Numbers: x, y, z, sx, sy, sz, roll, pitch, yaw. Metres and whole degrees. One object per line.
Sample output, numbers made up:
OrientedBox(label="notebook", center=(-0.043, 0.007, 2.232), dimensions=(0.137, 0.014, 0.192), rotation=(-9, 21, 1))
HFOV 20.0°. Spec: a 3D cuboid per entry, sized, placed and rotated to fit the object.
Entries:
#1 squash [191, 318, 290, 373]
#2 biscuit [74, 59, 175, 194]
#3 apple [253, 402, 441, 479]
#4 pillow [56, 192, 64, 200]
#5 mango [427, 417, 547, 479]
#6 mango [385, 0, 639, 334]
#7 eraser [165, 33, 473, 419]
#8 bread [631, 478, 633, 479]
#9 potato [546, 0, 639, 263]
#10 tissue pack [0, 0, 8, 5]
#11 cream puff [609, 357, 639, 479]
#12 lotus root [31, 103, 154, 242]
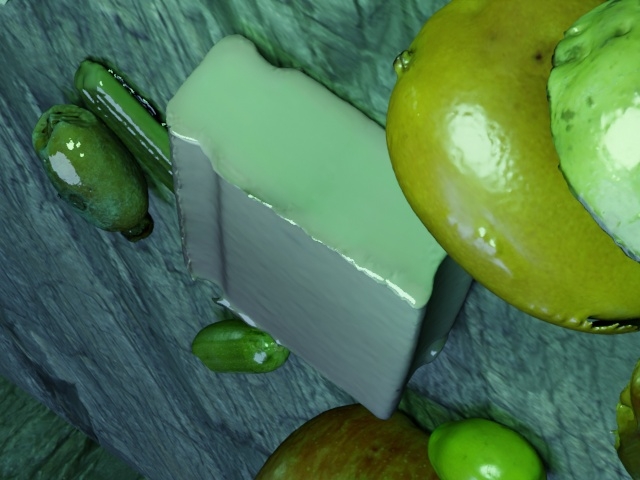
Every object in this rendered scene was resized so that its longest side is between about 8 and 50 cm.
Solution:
OrientedBox(label="squash", center=(-0.099, 0.129, 2.215), dimensions=(0.069, 0.069, 0.239), rotation=(45, 162, -15))
OrientedBox(label="biscuit", center=(-0.136, -0.062, 1.866), dimensions=(0.322, 0.038, 0.099), rotation=(46, 165, -20))
OrientedBox(label="apple", center=(0.062, 0.310, 2.073), dimensions=(0.309, 0.250, 0.277), rotation=(-17, 113, 49))
OrientedBox(label="pillow", center=(-0.275, -0.070, 2.119), dimensions=(0.090, 0.048, 0.150), rotation=(37, 161, 17))
OrientedBox(label="mango", center=(0.176, 0.235, 1.893), dimensions=(0.117, 0.089, 0.163), rotation=(34, 176, -9))
OrientedBox(label="mango", center=(0.141, -0.043, 1.122), dimensions=(0.236, 0.166, 0.136), rotation=(41, 168, 0))
OrientedBox(label="eraser", center=(0.000, 0.000, 1.603), dimensions=(0.272, 0.122, 0.359), rotation=(34, 163, 11))
OrientedBox(label="bread", center=(0.320, 0.295, 1.603), dimensions=(0.160, 0.147, 0.260), rotation=(34, 161, 18))
OrientedBox(label="potato", center=(0.250, -0.039, 0.959), dimensions=(0.272, 0.160, 0.111), rotation=(41, 139, -2))
OrientedBox(label="tissue pack", center=(-0.224, -0.291, 1.307), dimensions=(0.159, 0.136, 0.246), rotation=(43, 162, -10))
OrientedBox(label="cream puff", center=(0.300, 0.125, 1.219), dimensions=(0.241, 0.155, 0.269), rotation=(42, 161, -9))
OrientedBox(label="lotus root", center=(-0.242, -0.069, 1.988), dimensions=(0.192, 0.088, 0.113), rotation=(52, 175, -37))
